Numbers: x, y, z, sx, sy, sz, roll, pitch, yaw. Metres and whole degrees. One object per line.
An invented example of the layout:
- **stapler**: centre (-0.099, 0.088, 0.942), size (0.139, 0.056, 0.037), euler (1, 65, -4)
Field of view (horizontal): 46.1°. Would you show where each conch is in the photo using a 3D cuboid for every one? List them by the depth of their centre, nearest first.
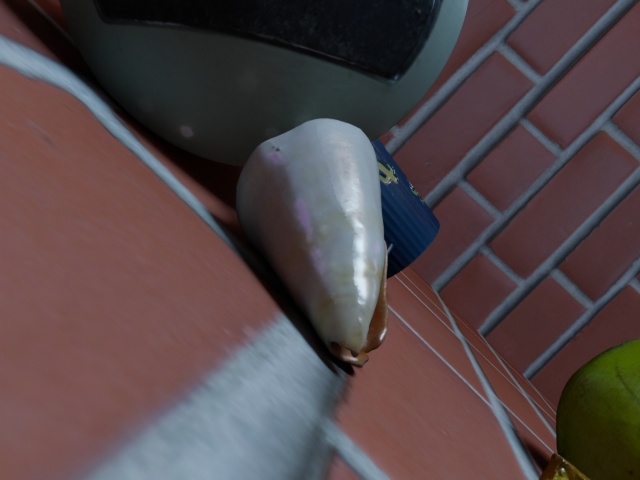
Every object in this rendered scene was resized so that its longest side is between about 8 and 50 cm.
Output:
- **conch**: centre (0.011, -0.002, 0.441), size (0.176, 0.094, 0.104), euler (54, -31, 41)

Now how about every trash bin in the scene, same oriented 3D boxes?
- **trash bin**: centre (-0.054, -0.212, 0.646), size (0.280, 0.280, 0.432), euler (43, 2, -12)

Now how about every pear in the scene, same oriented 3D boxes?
- **pear**: centre (0.332, 0.195, 0.710), size (0.212, 0.212, 0.269), euler (43, -4, -6)

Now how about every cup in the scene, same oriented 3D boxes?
- **cup**: centre (0.047, -0.031, 0.877), size (0.155, 0.131, 0.176), euler (47, 34, -13)

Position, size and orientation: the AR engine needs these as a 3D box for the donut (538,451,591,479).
- **donut**: centre (0.194, 0.197, 0.514), size (0.097, 0.043, 0.108), euler (40, 5, -32)
